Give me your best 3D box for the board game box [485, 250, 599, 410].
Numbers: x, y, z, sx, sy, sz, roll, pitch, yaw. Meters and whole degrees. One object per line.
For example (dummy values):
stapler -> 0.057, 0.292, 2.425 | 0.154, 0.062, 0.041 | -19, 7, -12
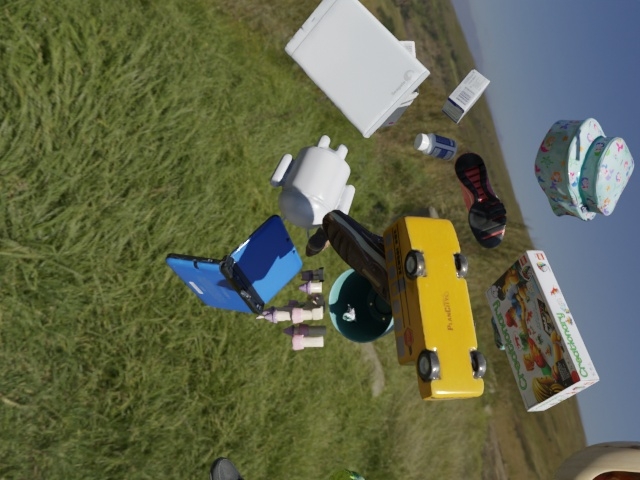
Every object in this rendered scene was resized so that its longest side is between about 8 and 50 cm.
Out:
board game box -> 0.480, 0.201, 1.208 | 0.193, 0.053, 0.305 | 113, -27, -52

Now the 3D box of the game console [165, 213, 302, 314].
game console -> -0.211, 0.059, 1.399 | 0.293, 0.250, 0.173 | 70, 31, -58

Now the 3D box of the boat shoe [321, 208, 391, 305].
boat shoe -> 0.114, 0.026, 1.144 | 0.095, 0.095, 0.257 | -41, 90, -28

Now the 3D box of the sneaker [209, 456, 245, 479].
sneaker -> -0.195, 0.688, 1.431 | 0.101, 0.106, 0.267 | -13, 64, -54

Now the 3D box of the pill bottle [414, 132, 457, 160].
pill bottle -> 0.350, -0.288, 1.650 | 0.120, 0.067, 0.067 | 11, 55, -21

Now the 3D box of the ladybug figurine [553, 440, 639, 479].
ladybug figurine -> 0.880, 0.691, 1.477 | 0.162, 0.450, 0.304 | -3, 90, -64

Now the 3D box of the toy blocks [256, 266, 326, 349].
toy blocks -> -0.115, 0.278, 2.252 | 0.288, 0.260, 0.308 | -23, 111, -85

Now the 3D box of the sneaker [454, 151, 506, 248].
sneaker -> 0.521, -0.127, 1.735 | 0.136, 0.116, 0.313 | 16, 60, -70

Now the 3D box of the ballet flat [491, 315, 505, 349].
ballet flat -> 0.629, 0.320, 1.894 | 0.188, 0.070, 0.070 | -53, 126, -65

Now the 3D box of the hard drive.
hard drive -> 0.088, -0.485, 1.457 | 0.353, 0.233, 0.047 | 50, 20, 13

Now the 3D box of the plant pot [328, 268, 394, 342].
plant pot -> 0.217, 0.254, 2.189 | 0.235, 0.293, 0.292 | 4, 71, -57

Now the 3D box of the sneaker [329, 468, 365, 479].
sneaker -> 0.081, 0.480, 0.901 | 0.109, 0.124, 0.295 | -108, -174, -59

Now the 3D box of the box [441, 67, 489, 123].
box -> 0.467, -0.465, 1.751 | 0.072, 0.126, 0.137 | 40, -3, 6

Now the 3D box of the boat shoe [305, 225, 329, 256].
boat shoe -> 0.000, 0.000, 1.816 | 0.064, 0.060, 0.178 | 39, 36, 9

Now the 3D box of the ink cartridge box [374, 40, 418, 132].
ink cartridge box -> 0.243, -0.509, 1.841 | 0.371, 0.069, 0.175 | 142, -56, -77

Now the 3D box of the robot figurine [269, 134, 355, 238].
robot figurine -> -0.023, -0.190, 1.911 | 0.200, 0.300, 0.353 | 132, -17, -77

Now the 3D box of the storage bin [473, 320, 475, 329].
storage bin -> 0.342, 0.255, 1.479 | 0.098, 0.135, 0.091 | -58, 164, -57

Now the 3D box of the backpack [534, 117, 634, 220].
backpack -> 0.688, -0.193, 1.429 | 0.253, 0.191, 0.225 | 41, 75, -31

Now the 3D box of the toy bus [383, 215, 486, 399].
toy bus -> 0.198, 0.120, 0.985 | 0.130, 0.108, 0.332 | 134, -44, -60

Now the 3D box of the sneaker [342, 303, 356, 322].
sneaker -> 0.112, 0.282, 2.139 | 0.098, 0.038, 0.069 | 48, 35, -57
